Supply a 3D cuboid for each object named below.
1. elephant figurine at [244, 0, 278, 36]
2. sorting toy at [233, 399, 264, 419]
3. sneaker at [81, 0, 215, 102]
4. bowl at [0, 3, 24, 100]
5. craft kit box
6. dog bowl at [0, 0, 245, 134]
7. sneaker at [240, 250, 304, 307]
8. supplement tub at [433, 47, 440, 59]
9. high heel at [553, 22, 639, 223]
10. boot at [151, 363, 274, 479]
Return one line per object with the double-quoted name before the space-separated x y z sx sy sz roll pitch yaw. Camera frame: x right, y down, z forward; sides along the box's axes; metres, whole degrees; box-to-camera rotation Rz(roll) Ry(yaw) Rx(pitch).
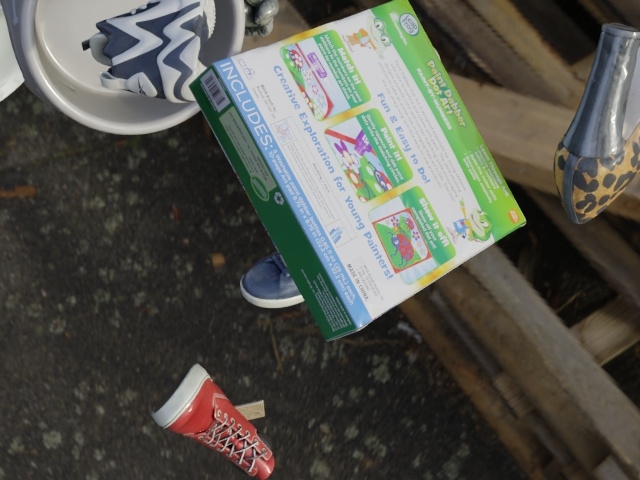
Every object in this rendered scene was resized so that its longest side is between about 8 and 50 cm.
"elephant figurine" -0.207 -0.416 1.824 0.239 0.169 0.186 -21 77 -30
"sorting toy" -0.131 0.272 1.605 0.083 0.062 0.012 -11 58 -9
"sneaker" -0.213 -0.265 1.248 0.153 0.094 0.235 0 60 2
"bowl" -0.667 -0.376 1.918 0.298 0.298 0.134 -41 79 -22
"craft kit box" 0.043 -0.074 0.907 0.246 0.061 0.250 -28 90 -36
"dog bowl" -0.262 -0.304 1.398 0.348 0.349 0.102 -20 34 -15
"sneaker" 0.000 0.000 1.933 0.350 0.148 0.131 -27 52 -19
"supplement tub" 0.099 -0.254 2.054 0.228 0.316 0.228 8 42 -7
"high heel" 0.326 -0.112 0.994 0.261 0.186 0.093 -6 26 -40
"boot" -0.132 0.256 1.369 0.176 0.244 0.088 44 87 5
